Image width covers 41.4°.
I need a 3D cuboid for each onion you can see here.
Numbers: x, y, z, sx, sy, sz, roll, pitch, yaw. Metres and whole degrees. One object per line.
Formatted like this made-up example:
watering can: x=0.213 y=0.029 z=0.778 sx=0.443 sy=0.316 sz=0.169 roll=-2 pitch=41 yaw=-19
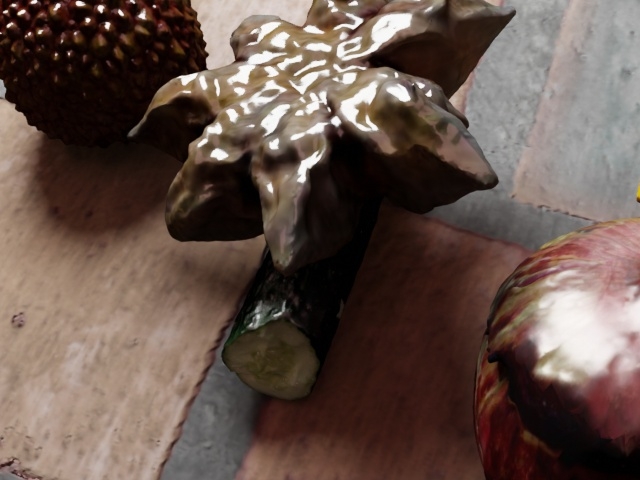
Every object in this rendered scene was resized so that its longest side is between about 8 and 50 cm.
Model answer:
onion: x=0.209 y=0.090 z=0.507 sx=0.246 sy=0.190 sz=0.246 roll=-6 pitch=42 yaw=5

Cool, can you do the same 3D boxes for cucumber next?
cucumber: x=0.001 y=0.000 z=0.652 sx=0.074 sy=0.074 sz=0.241 roll=15 pitch=62 yaw=16

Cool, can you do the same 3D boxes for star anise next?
star anise: x=0.013 y=-0.094 z=0.605 sx=0.315 sy=0.108 sz=0.315 roll=-17 pitch=39 yaw=14

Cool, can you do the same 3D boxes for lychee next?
lychee: x=-0.190 y=-0.169 z=0.716 sx=0.188 sy=0.188 sz=0.188 roll=-3 pitch=61 yaw=6

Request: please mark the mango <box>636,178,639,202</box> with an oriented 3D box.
mango: x=0.368 y=-0.024 z=0.565 sx=0.257 sy=0.187 sz=0.138 roll=23 pitch=102 yaw=-2
